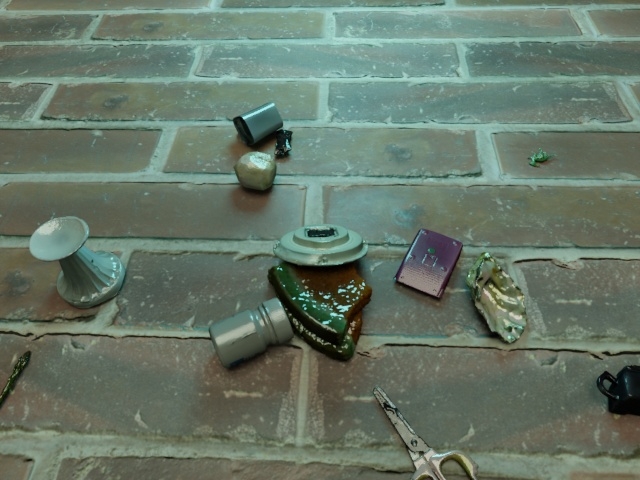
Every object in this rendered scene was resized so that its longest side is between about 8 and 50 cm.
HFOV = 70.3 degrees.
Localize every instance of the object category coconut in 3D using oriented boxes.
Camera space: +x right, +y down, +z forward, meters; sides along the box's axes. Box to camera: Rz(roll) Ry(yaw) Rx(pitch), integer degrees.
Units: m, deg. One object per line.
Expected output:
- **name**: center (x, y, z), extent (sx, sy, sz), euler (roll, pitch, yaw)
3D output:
- **coconut**: center (-0.192, -0.203, 1.315), extent (0.125, 0.110, 0.110), euler (15, 56, 5)

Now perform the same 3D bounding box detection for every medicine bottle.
- **medicine bottle**: center (-0.154, 0.205, 1.016), extent (0.168, 0.105, 0.105), euler (-23, 56, -13)

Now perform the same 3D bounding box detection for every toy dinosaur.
- **toy dinosaur**: center (0.661, -0.244, 1.357), extent (0.084, 0.021, 0.062), euler (15, 63, 18)

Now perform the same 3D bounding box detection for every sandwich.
- **sandwich**: center (0.008, 0.135, 1.056), extent (0.212, 0.109, 0.292), euler (-18, 55, -10)

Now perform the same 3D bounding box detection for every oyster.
- **oyster**: center (0.402, 0.138, 1.068), extent (0.133, 0.072, 0.208), euler (-25, 76, -22)

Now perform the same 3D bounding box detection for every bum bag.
- **bum bag**: center (-0.116, -0.311, 1.432), extent (0.058, 0.034, 0.124), euler (-5, 53, 9)

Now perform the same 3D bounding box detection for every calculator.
- **calculator**: center (0.277, 0.050, 1.153), extent (0.127, 0.034, 0.190), euler (21, 57, 19)

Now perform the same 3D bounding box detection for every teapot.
- **teapot**: center (0.656, 0.299, 0.923), extent (0.178, 0.087, 0.096), euler (8, 50, 8)

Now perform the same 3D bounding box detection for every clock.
- **clock**: center (0.000, 0.000, 1.117), extent (0.237, 0.053, 0.236), euler (1, 18, 0)

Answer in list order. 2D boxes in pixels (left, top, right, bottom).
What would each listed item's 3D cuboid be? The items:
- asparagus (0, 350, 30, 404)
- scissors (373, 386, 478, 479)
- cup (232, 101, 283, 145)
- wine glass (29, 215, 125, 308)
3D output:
- **asparagus**: center (-0.696, 0.347, 0.989), extent (0.022, 0.023, 0.232), euler (35, 50, -28)
- **scissors**: center (0.199, 0.421, 0.890), extent (0.160, 0.024, 0.317), euler (-28, 57, -17)
- **cup**: center (-0.205, -0.368, 1.446), extent (0.130, 0.095, 0.128), euler (-34, 21, -24)
- **wine glass**: center (-0.582, 0.052, 1.092), extent (0.165, 0.196, 0.164), euler (0, 56, 0)
